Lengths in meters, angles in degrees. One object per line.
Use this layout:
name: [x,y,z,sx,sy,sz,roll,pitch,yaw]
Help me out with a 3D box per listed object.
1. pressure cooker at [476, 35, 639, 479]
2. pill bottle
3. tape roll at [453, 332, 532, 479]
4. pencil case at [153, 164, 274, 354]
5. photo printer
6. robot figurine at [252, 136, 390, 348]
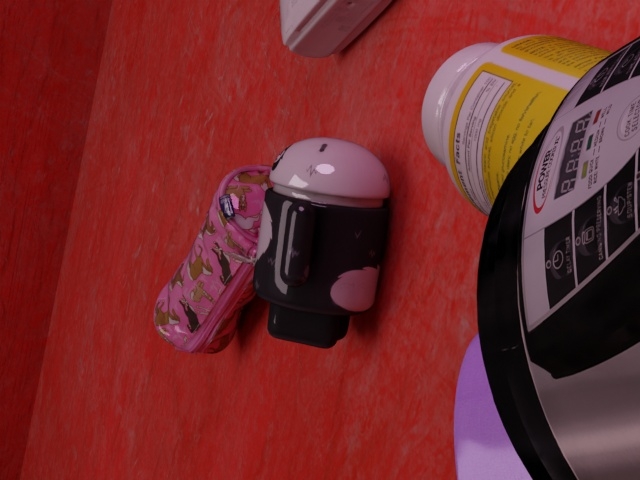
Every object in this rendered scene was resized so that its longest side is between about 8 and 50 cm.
pressure cooker: [0.301,0.038,0.665,0.420,0.370,0.375,-30,79,61]
pill bottle: [0.231,-0.085,1.037,0.334,0.188,0.188,-140,58,-60]
tape roll: [0.210,0.194,0.927,0.090,0.275,0.274,-16,68,30]
pencil case: [-0.153,0.042,1.862,0.160,0.167,0.386,48,139,10]
photo printer: [0.023,-0.455,1.630,0.256,0.107,0.307,-37,52,57]
robot figurine: [-0.002,-0.001,1.525,0.209,0.174,0.278,-153,69,-63]
